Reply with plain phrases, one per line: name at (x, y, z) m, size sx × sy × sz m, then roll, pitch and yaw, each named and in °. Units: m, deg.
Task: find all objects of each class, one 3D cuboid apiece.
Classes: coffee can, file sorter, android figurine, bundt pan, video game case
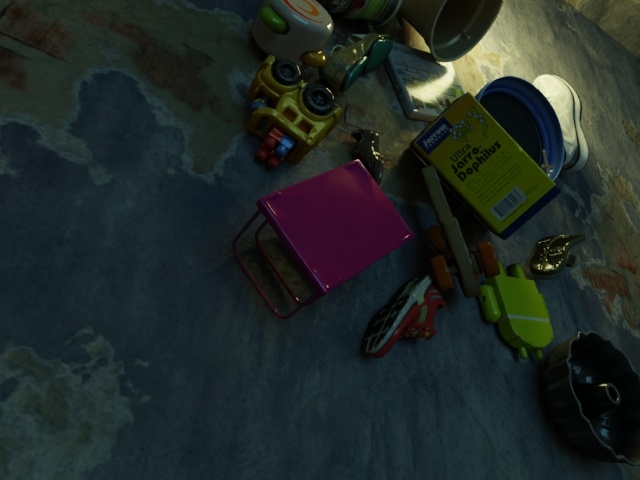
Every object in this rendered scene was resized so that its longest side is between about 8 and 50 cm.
coffee can at (0.092, -0.787, 1.575) m, size 0.276 × 0.201 × 0.201 m, roll -4°, pitch 65°, yaw -37°
file sorter at (0.000, 0.000, 1.038) m, size 0.291 × 0.182 × 0.202 m, roll -28°, pitch 80°, yaw -43°
android figurine at (0.528, 0.184, 1.378) m, size 0.248 × 0.056 × 0.272 m, roll 9°, pitch 58°, yaw -31°
bundt pan at (0.690, 0.405, 1.309) m, size 0.331 × 0.124 × 0.330 m, roll 18°, pitch 53°, yaw -26°
video game case at (0.364, -0.514, 1.711) m, size 0.329 × 0.036 × 0.299 m, roll 0°, pitch 63°, yaw -36°

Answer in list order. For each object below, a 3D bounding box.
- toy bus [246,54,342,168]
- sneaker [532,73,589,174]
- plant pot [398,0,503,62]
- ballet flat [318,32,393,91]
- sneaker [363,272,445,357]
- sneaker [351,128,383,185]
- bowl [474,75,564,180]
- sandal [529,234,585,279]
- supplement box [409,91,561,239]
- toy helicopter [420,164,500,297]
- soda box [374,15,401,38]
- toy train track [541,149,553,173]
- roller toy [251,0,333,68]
toy bus at (-0.095, -0.278, 1.188) m, size 0.220 × 0.149 × 0.211 m, roll 38°, pitch 64°, yaw -7°
sneaker at (0.841, -0.477, 1.929) m, size 0.258 × 0.169 × 0.447 m, roll 13°, pitch 59°, yaw -31°
plant pot at (0.399, -0.835, 1.753) m, size 0.334 × 0.333 × 0.305 m, roll -14°, pitch 52°, yaw -40°
ballet flat at (0.102, -0.540, 1.498) m, size 0.123 × 0.123 × 0.348 m, roll 44°, pitch 47°, yaw -4°
sneaker at (0.201, 0.176, 1.125) m, size 0.118 × 0.107 × 0.279 m, roll 54°, pitch 47°, yaw -2°
sneaker at (0.117, -0.214, 1.346) m, size 0.071 × 0.066 × 0.188 m, roll 6°, pitch 53°, yaw -13°
bowl at (0.638, -0.344, 1.696) m, size 0.392 × 0.077 × 0.390 m, roll 5°, pitch 78°, yaw -25°
sandal at (0.717, 0.055, 1.571) m, size 0.303 × 0.120 × 0.086 m, roll -34°, pitch 112°, yaw -41°
supplement box at (0.437, -0.203, 1.412) m, size 0.356 × 0.195 × 0.194 m, roll 45°, pitch 11°, yaw -3°
toy helicopter at (0.326, -0.025, 1.293) m, size 0.235 × 0.140 × 0.354 m, roll 45°, pitch 28°, yaw -65°
soda box at (0.203, -0.772, 1.742) m, size 0.061 × 0.058 × 0.181 m, roll -6°, pitch 66°, yaw -37°
toy train track at (0.731, -0.255, 1.676) m, size 0.048 × 0.014 × 0.083 m, roll 1°, pitch 74°, yaw -19°
roller toy at (-0.075, -0.553, 1.352) m, size 0.210 × 0.146 × 0.191 m, roll 17°, pitch 44°, yaw -25°
